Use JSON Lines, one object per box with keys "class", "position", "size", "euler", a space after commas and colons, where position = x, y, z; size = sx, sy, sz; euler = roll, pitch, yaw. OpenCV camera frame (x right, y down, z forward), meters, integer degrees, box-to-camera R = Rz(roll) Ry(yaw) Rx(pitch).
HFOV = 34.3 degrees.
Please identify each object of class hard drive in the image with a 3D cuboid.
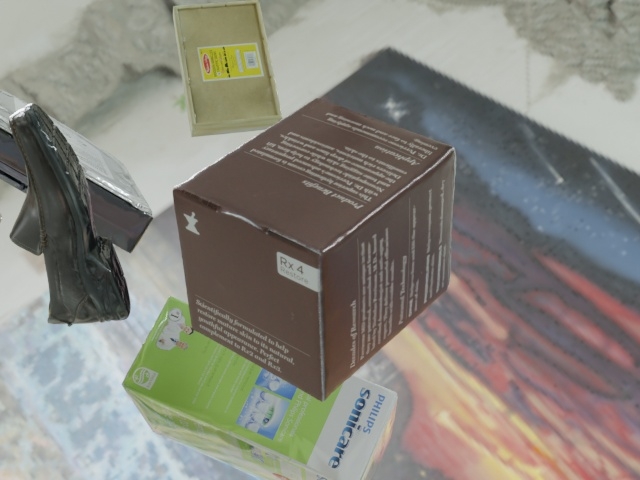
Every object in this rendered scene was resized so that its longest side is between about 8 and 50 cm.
{"class": "hard drive", "position": [-0.350, -0.107, 1.352], "size": [0.237, 0.064, 0.339], "euler": [31, 5, -22]}

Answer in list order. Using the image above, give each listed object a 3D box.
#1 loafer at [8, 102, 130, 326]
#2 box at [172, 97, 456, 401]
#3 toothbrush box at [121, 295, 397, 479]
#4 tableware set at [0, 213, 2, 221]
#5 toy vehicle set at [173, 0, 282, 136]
{"class": "loafer", "position": [-0.184, -0.010, 0.710], "size": [0.062, 0.061, 0.170], "euler": [-111, -175, -64]}
{"class": "box", "position": [0.000, 0.000, 0.953], "size": [0.168, 0.203, 0.167], "euler": [25, -45, 31]}
{"class": "toothbrush box", "position": [-0.064, 0.200, 1.205], "size": [0.283, 0.122, 0.206], "euler": [21, -22, 10]}
{"class": "tableware set", "position": [-0.391, 0.031, 1.003], "size": [0.128, 0.194, 0.039], "euler": [18, -29, -18]}
{"class": "toy vehicle set", "position": [-0.174, -0.322, 1.918], "size": [0.035, 0.165, 0.267], "euler": [109, -27, -64]}
